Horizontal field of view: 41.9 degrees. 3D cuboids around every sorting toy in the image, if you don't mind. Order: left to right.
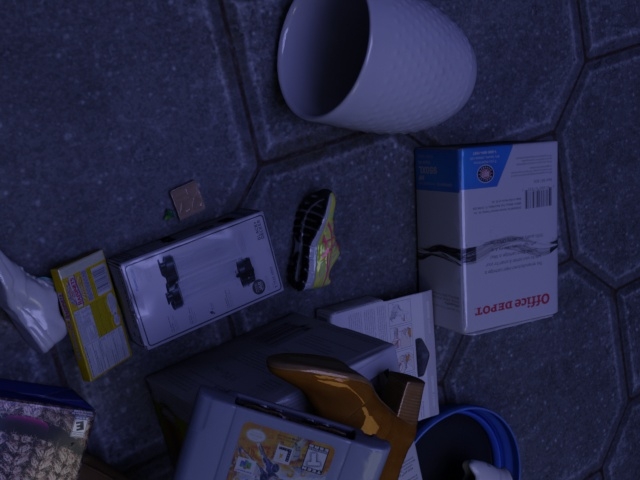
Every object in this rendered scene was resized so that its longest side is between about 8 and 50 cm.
[{"bbox_3d":[-0.255,-0.069,1.533,0.083,0.012,0.062,-28,115,-30],"label":"sorting toy"}]

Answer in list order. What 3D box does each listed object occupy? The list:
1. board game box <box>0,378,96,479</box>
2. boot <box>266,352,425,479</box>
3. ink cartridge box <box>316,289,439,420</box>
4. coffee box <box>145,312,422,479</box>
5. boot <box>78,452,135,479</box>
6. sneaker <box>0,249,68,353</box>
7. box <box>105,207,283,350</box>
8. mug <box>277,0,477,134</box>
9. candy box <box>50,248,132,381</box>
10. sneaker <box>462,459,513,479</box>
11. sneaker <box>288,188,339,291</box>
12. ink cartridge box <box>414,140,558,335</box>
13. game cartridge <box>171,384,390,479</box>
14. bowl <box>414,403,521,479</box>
[{"bbox_3d":[-0.527,0.380,1.346,0.232,0.141,0.291,15,88,-33],"label":"board game box"},{"bbox_3d":[0.026,0.299,1.311,0.295,0.104,0.211,16,93,-27],"label":"boot"},{"bbox_3d":[0.126,0.265,1.789,0.261,0.066,0.296,-12,103,-31],"label":"ink cartridge box"},{"bbox_3d":[-0.063,0.367,1.521,0.338,0.337,0.334,-22,107,-29],"label":"coffee box"},{"bbox_3d":[-0.294,0.494,1.452,0.089,0.269,0.236,-44,138,-45],"label":"boot"},{"bbox_3d":[-0.485,0.080,1.382,0.094,0.080,0.212,-44,124,-33],"label":"sneaker"},{"bbox_3d":[-0.226,0.064,1.526,0.290,0.087,0.169,-24,109,-28],"label":"box"},{"bbox_3d":[0.118,-0.382,1.602,0.328,0.276,0.374,5,64,-38],"label":"mug"},{"bbox_3d":[-0.393,0.128,1.442,0.105,0.027,0.206,-30,113,-51],"label":"candy box"},{"bbox_3d":[0.315,0.625,1.861,0.129,0.111,0.297,30,76,-16],"label":"sneaker"},{"bbox_3d":[0.000,0.000,1.673,0.094,0.081,0.208,8,99,-40],"label":"sneaker"},{"bbox_3d":[0.368,-0.016,1.844,0.285,0.166,0.395,-7,99,-31],"label":"ink cartridge box"},{"bbox_3d":[-0.065,0.346,1.253,0.297,0.062,0.198,17,101,-2],"label":"game cartridge"},{"bbox_3d":[0.298,0.566,1.933,0.391,0.077,0.391,-4,98,-32],"label":"bowl"}]
